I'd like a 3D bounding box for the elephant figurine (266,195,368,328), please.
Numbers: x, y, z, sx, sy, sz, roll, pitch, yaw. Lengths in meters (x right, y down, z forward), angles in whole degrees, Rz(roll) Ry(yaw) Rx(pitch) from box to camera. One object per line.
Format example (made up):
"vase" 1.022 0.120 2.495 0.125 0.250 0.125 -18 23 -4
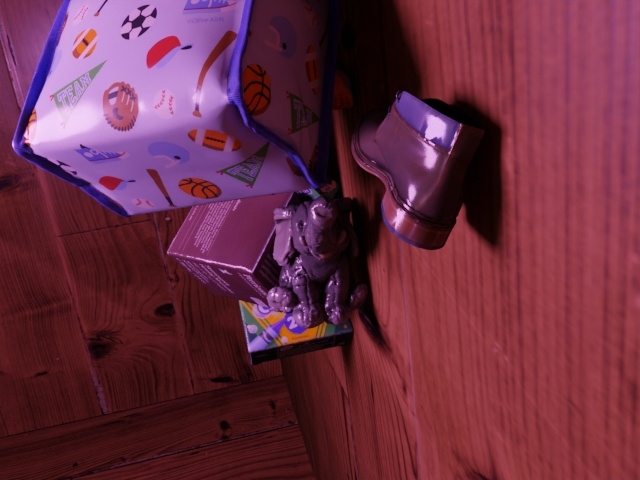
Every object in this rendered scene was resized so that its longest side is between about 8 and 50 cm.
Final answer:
"elephant figurine" 0.000 0.000 0.923 0.186 0.169 0.239 23 127 38

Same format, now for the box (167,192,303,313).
"box" -0.126 0.009 1.086 0.168 0.203 0.167 52 -124 -49

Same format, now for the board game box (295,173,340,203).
"board game box" -0.134 -0.128 1.104 0.213 0.046 0.317 42 154 -22

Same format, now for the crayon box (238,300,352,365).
"crayon box" -0.075 0.073 1.232 0.083 0.203 0.322 95 161 -59

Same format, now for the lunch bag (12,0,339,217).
"lunch bag" -0.158 -0.256 0.745 0.239 0.328 0.385 44 -132 -55

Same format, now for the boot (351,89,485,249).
"boot" 0.089 -0.096 0.546 0.219 0.082 0.106 -106 32 -52

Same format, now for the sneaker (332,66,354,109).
"sneaker" -0.018 -0.252 0.884 0.262 0.099 0.121 -140 47 -71
